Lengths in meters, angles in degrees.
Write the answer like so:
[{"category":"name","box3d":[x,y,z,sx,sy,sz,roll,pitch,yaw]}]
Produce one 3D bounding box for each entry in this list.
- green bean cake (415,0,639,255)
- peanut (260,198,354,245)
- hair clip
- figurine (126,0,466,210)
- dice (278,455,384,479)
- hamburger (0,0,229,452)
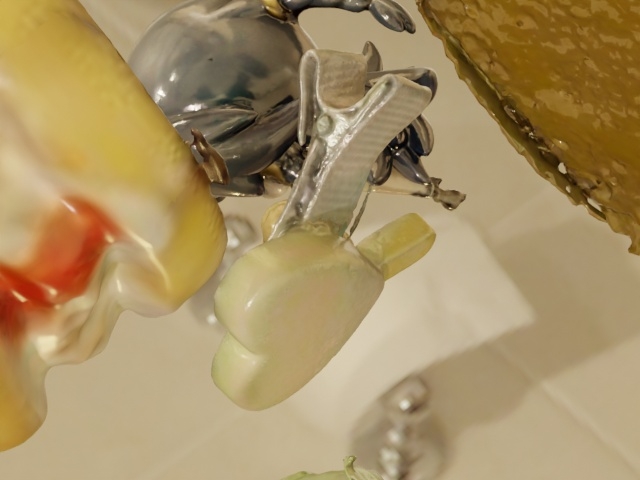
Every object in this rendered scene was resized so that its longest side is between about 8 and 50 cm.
[{"category":"green bean cake","box3d":[0.176,-0.110,0.870,0.229,0.131,0.224,48,154,-13]},{"category":"peanut","box3d":[-0.007,0.007,1.253,0.054,0.054,0.113,34,174,35]},{"category":"hair clip","box3d":[0.003,0.001,1.068,0.071,0.159,0.218,31,103,36]},{"category":"figurine","box3d":[-0.023,-0.101,1.402,0.175,0.265,0.197,157,104,-67]},{"category":"dice","box3d":[-0.033,0.303,1.172,0.254,0.250,0.252,64,-170,-3]},{"category":"hamburger","box3d":[-0.179,-0.041,0.673,0.261,0.186,0.302,45,166,8]}]
